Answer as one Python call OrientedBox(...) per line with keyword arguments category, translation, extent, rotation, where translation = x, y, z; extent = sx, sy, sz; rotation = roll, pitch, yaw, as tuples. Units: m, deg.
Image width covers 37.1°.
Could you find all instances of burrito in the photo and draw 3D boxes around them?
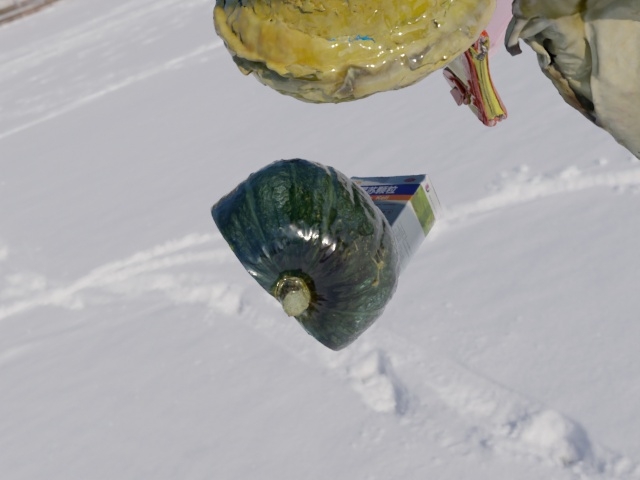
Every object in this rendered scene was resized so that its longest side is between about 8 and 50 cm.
OrientedBox(category="burrito", translation=(0.349, -0.189, 0.967), extent=(0.190, 0.331, 0.135), rotation=(-23, 35, 61))

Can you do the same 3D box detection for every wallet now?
OrientedBox(category="wallet", translation=(0.224, -0.281, 1.488), extent=(0.067, 0.241, 0.141), rotation=(-31, 58, 3))

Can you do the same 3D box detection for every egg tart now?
OrientedBox(category="egg tart", translation=(0.035, -0.341, 1.214), extent=(0.387, 0.169, 0.388), rotation=(-8, 51, 9))

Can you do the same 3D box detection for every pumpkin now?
OrientedBox(category="pumpkin", translation=(0.000, 0.000, 1.448), extent=(0.197, 0.293, 0.263), rotation=(-43, 21, 10))

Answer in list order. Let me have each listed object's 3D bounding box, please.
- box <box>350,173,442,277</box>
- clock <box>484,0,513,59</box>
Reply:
OrientedBox(category="box", translation=(0.093, -0.007, 1.949), extent=(0.200, 0.106, 0.299), rotation=(1, 41, 38))
OrientedBox(category="clock", translation=(0.353, -0.459, 1.744), extent=(0.290, 0.276, 0.080), rotation=(0, 30, -35))
